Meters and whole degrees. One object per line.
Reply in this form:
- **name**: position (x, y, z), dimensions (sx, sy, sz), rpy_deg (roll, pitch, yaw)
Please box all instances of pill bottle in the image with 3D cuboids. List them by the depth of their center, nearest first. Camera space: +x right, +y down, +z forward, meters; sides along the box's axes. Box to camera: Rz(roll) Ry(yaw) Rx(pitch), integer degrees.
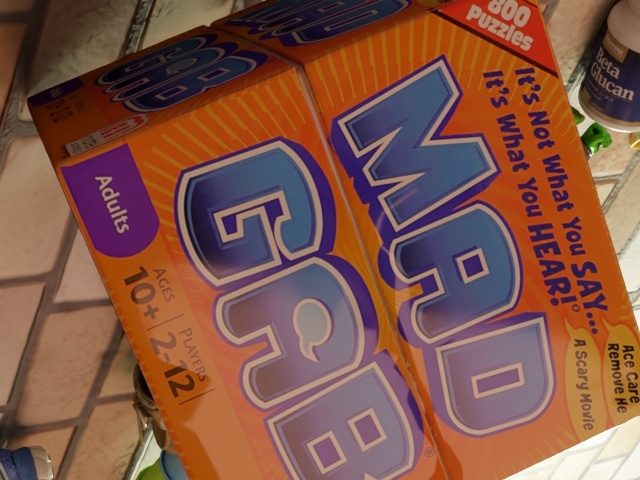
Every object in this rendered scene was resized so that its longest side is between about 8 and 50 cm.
- **pill bottle**: position (0.357, -0.212, 1.621), dimensions (0.094, 0.094, 0.169), rpy_deg (-15, 141, -28)

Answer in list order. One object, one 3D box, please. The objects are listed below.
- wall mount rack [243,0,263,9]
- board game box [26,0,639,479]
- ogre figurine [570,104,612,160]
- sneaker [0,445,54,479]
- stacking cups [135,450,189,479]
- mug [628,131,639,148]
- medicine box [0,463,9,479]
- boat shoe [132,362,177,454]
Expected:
- **wall mount rack**: position (-0.038, -0.071, 1.435), dimensions (0.350, 0.130, 0.304), rpy_deg (-44, 148, 10)
- **board game box**: position (0.000, 0.000, 1.192), dimensions (0.356, 0.356, 0.357), rpy_deg (-24, 108, -9)
- **ogre figurine**: position (0.235, -0.109, 1.642), dimensions (0.197, 0.097, 0.118), rpy_deg (10, 117, -56)
- **sneaker**: position (-0.434, 0.341, 1.615), dimensions (0.147, 0.130, 0.330), rpy_deg (20, 116, -35)
- **stacking cups**: position (-0.142, 0.250, 1.729), dimensions (0.096, 0.096, 0.316), rpy_deg (1, 137, -42)
- **mug**: position (0.425, -0.134, 1.810), dimensions (0.064, 0.062, 0.078), rpy_deg (0, 127, -30)
- **medicine box**: position (-0.444, 0.231, 1.318), dimensions (0.289, 0.263, 0.149), rpy_deg (13, 123, -48)
- **boat shoe**: position (-0.178, 0.131, 1.584), dimensions (0.089, 0.104, 0.285), rpy_deg (-14, 131, -21)
